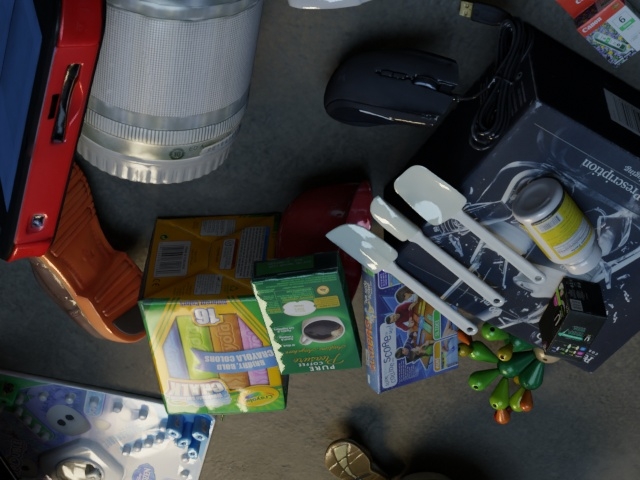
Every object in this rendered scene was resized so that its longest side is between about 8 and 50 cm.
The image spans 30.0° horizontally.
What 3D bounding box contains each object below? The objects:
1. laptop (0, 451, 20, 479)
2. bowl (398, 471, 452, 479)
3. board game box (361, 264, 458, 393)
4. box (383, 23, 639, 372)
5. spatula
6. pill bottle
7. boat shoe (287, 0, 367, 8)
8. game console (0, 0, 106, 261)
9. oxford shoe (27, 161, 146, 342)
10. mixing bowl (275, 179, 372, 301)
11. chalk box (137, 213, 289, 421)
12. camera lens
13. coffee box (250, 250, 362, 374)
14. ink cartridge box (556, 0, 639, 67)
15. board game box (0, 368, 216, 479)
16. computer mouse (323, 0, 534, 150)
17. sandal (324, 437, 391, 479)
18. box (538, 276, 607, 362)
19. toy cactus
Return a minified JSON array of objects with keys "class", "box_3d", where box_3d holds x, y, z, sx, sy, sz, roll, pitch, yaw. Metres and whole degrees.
[{"class":"laptop","box_3d":[-0.575,0.413,1.834,0.408,0.236,0.382,-11,127,12]},{"class":"bowl","box_3d":[0.178,0.478,1.970,0.290,0.156,0.289,-1,131,-1]},{"class":"board game box","box_3d":[0.127,0.104,1.672,0.136,0.035,0.201,-14,116,-24]},{"class":"box","box_3d":[0.305,-0.042,1.524,0.343,0.179,0.312,26,127,-18]},{"class":"spatula","box_3d":[0.149,0.018,1.453,0.242,0.019,0.168,37,122,-20]},{"class":"pill bottle","box_3d":[0.279,-0.013,1.390,0.065,0.065,0.116,-29,123,24]},{"class":"boat shoe","box_3d":[0.068,-0.324,1.374,0.226,0.083,0.075,-11,117,-3]},{"class":"game console","box_3d":[-0.330,-0.206,1.315,0.060,0.342,0.386,-2,134,-29]},{"class":"oxford shoe","box_3d":[-0.370,-0.005,1.616,0.133,0.130,0.363,-6,121,43]},{"class":"mixing bowl","box_3d":[0.000,0.000,1.586,0.098,0.181,0.181,11,131,12]},{"class":"chalk box","box_3d":[-0.134,0.129,1.683,0.179,0.180,0.289,-3,131,5]},{"class":"camera lens","box_3d":[-0.181,-0.231,1.357,0.219,0.219,0.274,8,129,-5]},{"class":"coffee box","box_3d":[-0.015,0.095,1.512,0.113,0.040,0.184,-8,133,9]},{"class":"ink cartridge box","box_3d":[0.341,-0.266,1.432,0.115,0.029,0.063,37,122,-26]},{"class":"board game box","box_3d":[-0.402,0.391,1.992,0.390,0.050,0.390,12,129,-8]},{"class":"computer mouse","box_3d":[0.121,-0.216,1.417,0.262,0.184,0.060,15,165,35]},{"class":"sandal","box_3d":[0.060,0.363,1.958,0.072,0.049,0.180,-23,140,18]},{"class":"box","box_3d":[0.313,0.099,1.484,0.052,0.062,0.083,12,130,-9]},{"class":"toy cactus","box_3d":[0.299,0.171,1.769,0.181,0.112,0.219,-26,124,-1]}]
